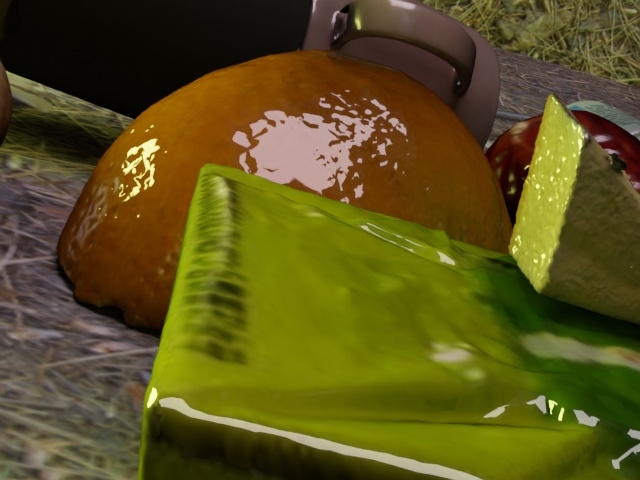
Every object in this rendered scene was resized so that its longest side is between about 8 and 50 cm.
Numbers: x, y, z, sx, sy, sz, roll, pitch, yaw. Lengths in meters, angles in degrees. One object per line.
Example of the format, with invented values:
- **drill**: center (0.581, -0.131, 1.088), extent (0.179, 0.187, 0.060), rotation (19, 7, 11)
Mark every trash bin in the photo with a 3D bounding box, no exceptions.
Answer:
- **trash bin**: center (-0.191, -0.210, 0.982), extent (0.334, 0.214, 0.214), rotation (26, 13, -20)

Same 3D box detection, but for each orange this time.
- **orange**: center (-0.001, -0.003, 0.830), extent (0.274, 0.274, 0.310), rotation (33, -8, 42)

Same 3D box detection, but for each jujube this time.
- **jujube**: center (0.209, -0.007, 0.934), extent (0.155, 0.155, 0.230), rotation (10, 20, -23)

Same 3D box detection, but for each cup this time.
- **cup**: center (0.054, -0.143, 1.087), extent (0.200, 0.191, 0.253), rotation (16, -18, -19)

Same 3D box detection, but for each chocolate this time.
- **chocolate**: center (0.066, 0.094, 0.507), extent (0.288, 0.137, 0.301), rotation (16, 15, -7)

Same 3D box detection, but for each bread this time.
- **bread**: center (0.145, -0.006, 0.533), extent (0.109, 0.080, 0.084), rotation (15, 16, -2)

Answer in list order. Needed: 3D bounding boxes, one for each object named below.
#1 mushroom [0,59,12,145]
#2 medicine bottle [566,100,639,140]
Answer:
- **mushroom**: center (-0.273, -0.090, 0.760), extent (0.151, 0.156, 0.285), rotation (40, 14, 11)
- **medicine bottle**: center (0.294, -0.053, 1.195), extent (0.135, 0.135, 0.168), rotation (6, 20, -33)
